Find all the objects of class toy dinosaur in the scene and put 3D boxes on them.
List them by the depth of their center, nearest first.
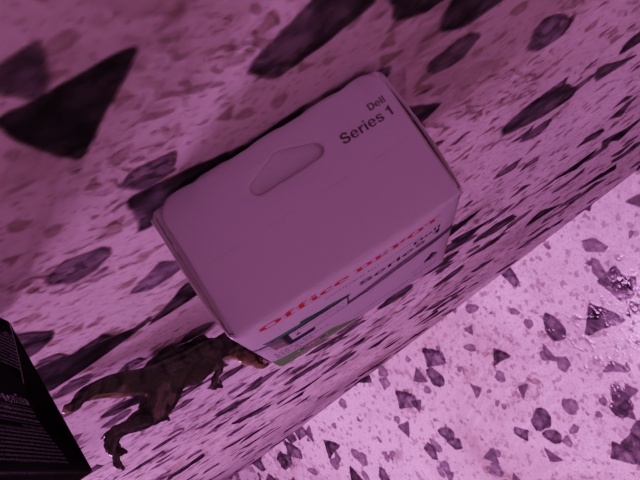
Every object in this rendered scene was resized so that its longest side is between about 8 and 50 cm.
[{"bbox_3d":[-0.155,0.144,0.843,0.268,0.064,0.118,-15,144,-53],"label":"toy dinosaur"}]

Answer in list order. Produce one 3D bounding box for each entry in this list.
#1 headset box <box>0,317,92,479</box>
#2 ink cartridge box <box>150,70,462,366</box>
[{"bbox_3d":[-0.276,0.137,0.395,0.293,0.110,0.218,-31,168,-9],"label":"headset box"},{"bbox_3d":[0.000,0.000,0.599,0.160,0.092,0.219,-33,168,-2],"label":"ink cartridge box"}]
